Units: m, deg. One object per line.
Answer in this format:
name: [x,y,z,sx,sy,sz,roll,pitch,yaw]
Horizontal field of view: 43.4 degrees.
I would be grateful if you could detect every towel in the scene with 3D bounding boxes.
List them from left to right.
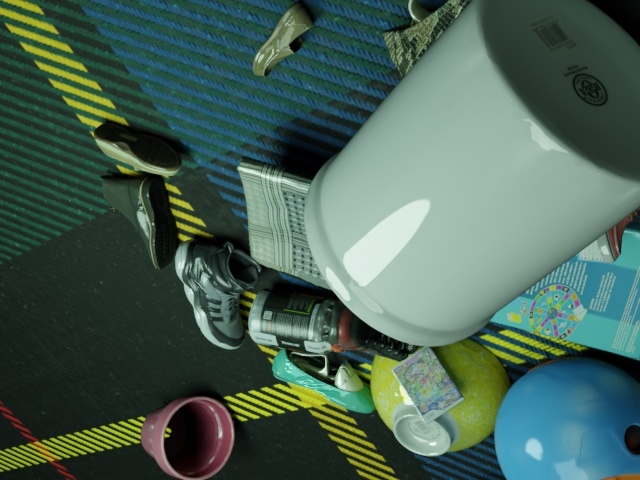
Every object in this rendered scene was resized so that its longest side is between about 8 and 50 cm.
towel: [0.000,0.000,1.451,0.312,0.056,0.324,18,149,12]

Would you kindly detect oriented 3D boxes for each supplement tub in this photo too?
supplement tub: [-0.037,0.164,1.613,0.191,0.117,0.117,8,128,21]

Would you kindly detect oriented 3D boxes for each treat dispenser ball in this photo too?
treat dispenser ball: [0.451,0.347,1.407,0.288,0.288,0.288,13,130,16]

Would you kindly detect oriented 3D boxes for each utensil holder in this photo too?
utensil holder: [0.210,-0.088,1.029,0.328,0.327,0.385,38,137,-6]

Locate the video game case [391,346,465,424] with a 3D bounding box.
video game case: [0.200,0.268,1.505,0.087,0.011,0.122,-36,70,8]

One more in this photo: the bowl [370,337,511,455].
bowl: [0.220,0.329,1.592,0.290,0.156,0.289,13,129,17]

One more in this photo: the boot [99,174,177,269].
boot: [-0.375,-0.044,1.652,0.137,0.077,0.197,10,116,25]

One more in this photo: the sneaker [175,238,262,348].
sneaker: [-0.186,0.115,1.653,0.153,0.101,0.268,-5,121,32]

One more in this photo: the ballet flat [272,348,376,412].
ballet flat: [0.016,0.289,1.713,0.247,0.083,0.087,20,118,8]

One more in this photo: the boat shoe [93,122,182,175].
boat shoe: [-0.346,-0.164,1.548,0.190,0.068,0.072,27,145,18]

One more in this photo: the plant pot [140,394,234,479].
plant pot: [-0.341,0.477,1.966,0.180,0.201,0.201,-11,121,49]

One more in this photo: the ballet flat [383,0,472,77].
ballet flat: [0.245,-0.373,1.044,0.182,0.164,0.483,52,134,1]

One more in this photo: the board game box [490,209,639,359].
board game box: [0.391,0.041,1.335,0.336,0.079,0.253,14,129,16]

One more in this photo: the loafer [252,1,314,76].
loafer: [-0.061,-0.313,1.292,0.050,0.056,0.148,40,132,1]

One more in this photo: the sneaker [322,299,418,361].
sneaker: [0.104,0.163,1.463,0.135,0.097,0.276,9,173,29]

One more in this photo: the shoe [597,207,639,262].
shoe: [0.446,-0.054,1.181,0.081,0.177,0.063,-9,151,27]
